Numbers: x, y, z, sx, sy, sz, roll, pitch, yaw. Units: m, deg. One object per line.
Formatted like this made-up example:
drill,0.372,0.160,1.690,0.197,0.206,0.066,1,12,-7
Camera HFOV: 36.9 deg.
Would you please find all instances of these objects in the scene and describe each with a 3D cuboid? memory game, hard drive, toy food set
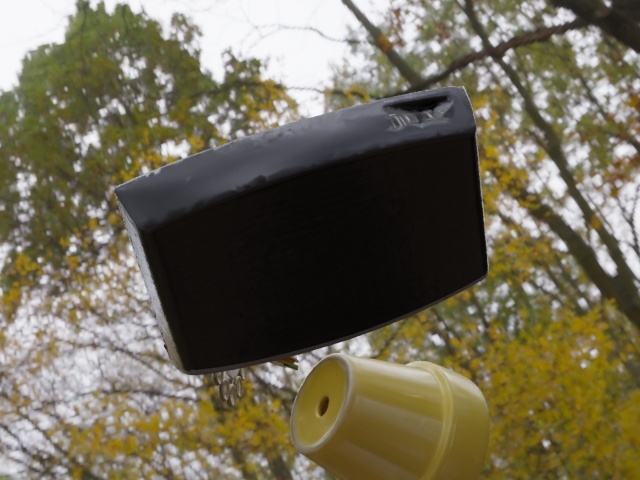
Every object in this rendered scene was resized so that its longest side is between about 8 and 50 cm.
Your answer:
memory game,-0.149,0.176,1.560,0.012,0.186,0.186,-4,-34,13
hard drive,0.000,0.000,0.681,0.255,0.054,0.172,-17,-56,-10
toy food set,-0.069,0.153,1.292,0.083,0.020,0.082,25,-14,-24

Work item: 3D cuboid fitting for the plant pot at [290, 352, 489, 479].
plant pot,0.093,0.293,1.503,0.239,0.254,0.254,26,-57,-25
